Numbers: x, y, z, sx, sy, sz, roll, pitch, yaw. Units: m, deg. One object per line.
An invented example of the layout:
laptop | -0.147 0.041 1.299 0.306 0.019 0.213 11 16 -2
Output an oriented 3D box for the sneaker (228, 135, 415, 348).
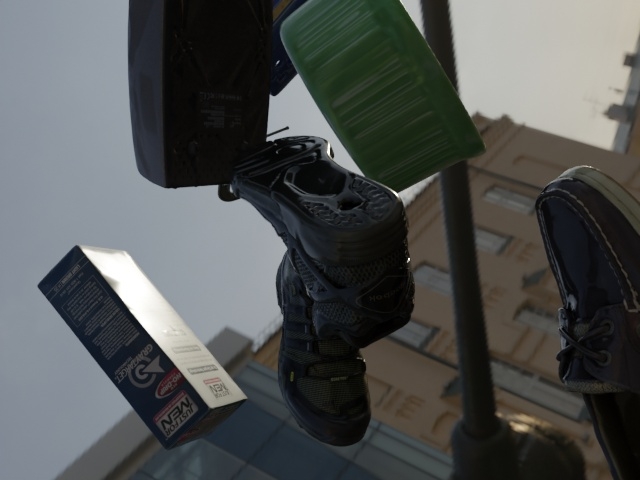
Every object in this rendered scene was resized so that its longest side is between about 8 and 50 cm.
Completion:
sneaker | 0.000 0.000 0.665 0.087 0.227 0.130 -23 -59 -17

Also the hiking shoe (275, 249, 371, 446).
hiking shoe | -0.001 0.080 0.846 0.086 0.227 0.114 -7 -36 -12

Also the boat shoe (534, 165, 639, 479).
boat shoe | 0.220 0.087 0.643 0.092 0.285 0.103 -23 1 -17

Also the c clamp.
c clamp | -0.130 -0.136 1.667 0.137 0.022 0.161 -17 -35 -32

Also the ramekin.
ramekin | 0.076 -0.206 1.167 0.148 0.303 0.303 -32 -25 9

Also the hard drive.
hard drive | -0.106 -0.178 0.806 0.172 0.054 0.255 -12 -73 -61

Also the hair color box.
hair color box | -0.290 0.169 1.462 0.105 0.347 0.174 -44 -14 9

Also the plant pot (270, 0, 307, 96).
plant pot | -0.116 -0.457 1.739 0.236 0.236 0.212 -48 -9 1
